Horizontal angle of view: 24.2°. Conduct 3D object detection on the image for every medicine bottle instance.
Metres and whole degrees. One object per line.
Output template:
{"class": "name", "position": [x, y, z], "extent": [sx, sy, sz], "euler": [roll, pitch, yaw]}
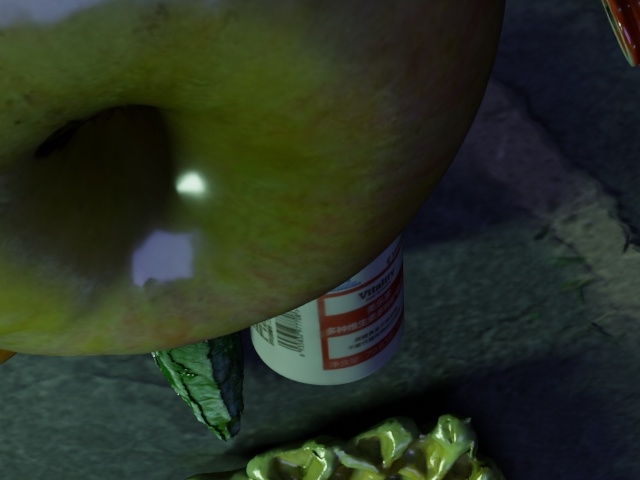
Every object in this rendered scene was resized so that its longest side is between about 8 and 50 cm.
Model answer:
{"class": "medicine bottle", "position": [0.000, 0.000, 0.711], "extent": [0.079, 0.079, 0.140], "euler": [-9, 138, -4]}

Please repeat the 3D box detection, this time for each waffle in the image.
{"class": "waffle", "position": [0.024, 0.183, 0.940], "extent": [0.204, 0.054, 0.223], "euler": [-21, 136, 9]}

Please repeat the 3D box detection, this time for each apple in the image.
{"class": "apple", "position": [-0.076, -0.095, 0.472], "extent": [0.257, 0.234, 0.257], "euler": [-8, 137, -8]}

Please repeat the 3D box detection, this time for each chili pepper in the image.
{"class": "chili pepper", "position": [-0.064, 0.042, 0.746], "extent": [0.059, 0.088, 0.227], "euler": [-27, 144, -13]}

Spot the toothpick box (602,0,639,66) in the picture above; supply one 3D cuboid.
{"class": "toothpick box", "position": [0.166, -0.113, 0.652], "extent": [0.083, 0.047, 0.047], "euler": [-22, 138, 11]}

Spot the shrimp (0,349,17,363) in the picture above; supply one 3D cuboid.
{"class": "shrimp", "position": [-0.234, 0.006, 0.678], "extent": [0.249, 0.068, 0.150], "euler": [1, 125, -22]}
